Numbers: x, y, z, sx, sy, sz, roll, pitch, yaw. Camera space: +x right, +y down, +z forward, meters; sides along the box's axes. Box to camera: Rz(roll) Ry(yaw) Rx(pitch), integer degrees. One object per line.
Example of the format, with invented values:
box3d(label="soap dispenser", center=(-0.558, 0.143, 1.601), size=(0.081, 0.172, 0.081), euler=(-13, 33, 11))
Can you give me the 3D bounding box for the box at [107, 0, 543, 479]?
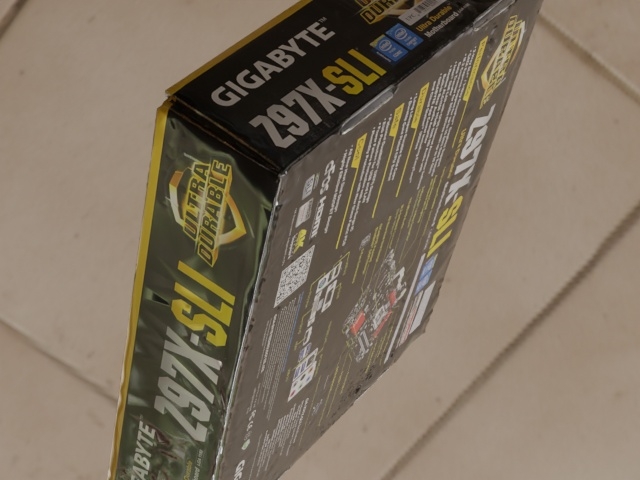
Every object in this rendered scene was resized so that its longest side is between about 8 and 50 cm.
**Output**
box3d(label="box", center=(0.000, 0.000, 0.846), size=(0.079, 0.257, 0.322), euler=(32, 138, 17))
